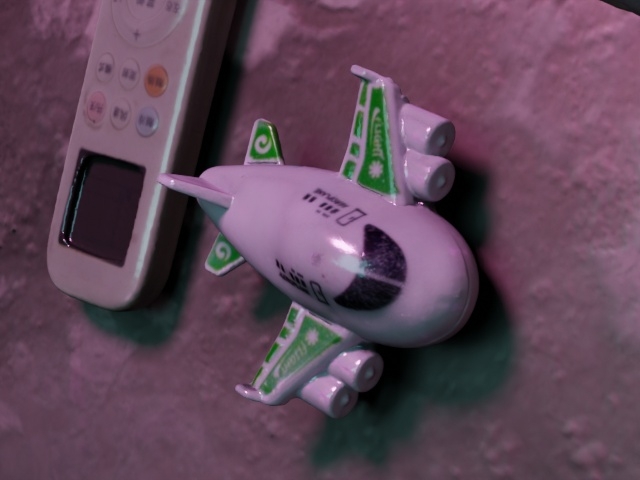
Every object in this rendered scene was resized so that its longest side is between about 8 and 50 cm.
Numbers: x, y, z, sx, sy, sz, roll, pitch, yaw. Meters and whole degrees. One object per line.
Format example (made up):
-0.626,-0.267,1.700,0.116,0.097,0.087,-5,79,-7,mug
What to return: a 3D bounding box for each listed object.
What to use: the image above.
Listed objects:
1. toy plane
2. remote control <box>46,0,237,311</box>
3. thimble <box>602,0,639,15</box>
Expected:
0.002,0.000,0.848,0.174,0.080,0.174,-5,81,35,toy plane
-0.088,-0.114,0.961,0.090,0.038,0.309,18,95,39,remote control
0.162,-0.187,0.671,0.149,0.185,0.211,29,137,39,thimble
